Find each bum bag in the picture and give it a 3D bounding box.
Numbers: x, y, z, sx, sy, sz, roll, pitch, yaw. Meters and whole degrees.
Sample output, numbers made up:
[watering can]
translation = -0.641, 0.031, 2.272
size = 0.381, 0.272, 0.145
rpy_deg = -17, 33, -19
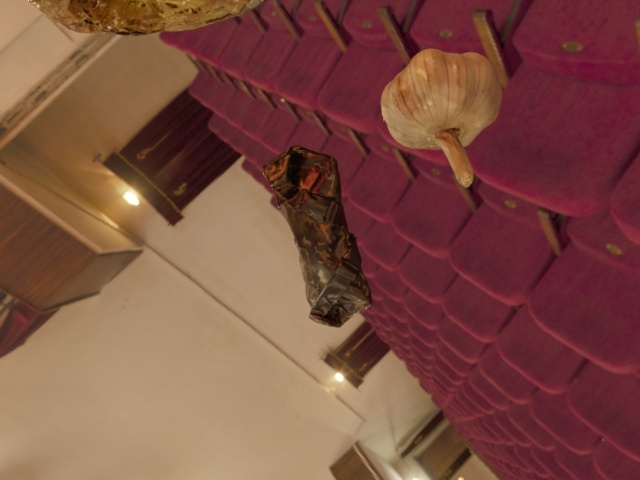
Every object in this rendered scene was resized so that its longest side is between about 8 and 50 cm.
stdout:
[bum bag]
translation = 0.001, 0.000, 0.655
size = 0.069, 0.102, 0.248
rpy_deg = -55, -50, -64

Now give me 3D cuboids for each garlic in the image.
[garlic]
translation = 0.206, -0.175, 0.812
size = 0.199, 0.199, 0.226
rpy_deg = 52, -154, -63

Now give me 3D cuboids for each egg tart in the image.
[egg tart]
translation = -0.184, -0.313, 0.562
size = 0.291, 0.290, 0.107
rpy_deg = -158, 54, -82
